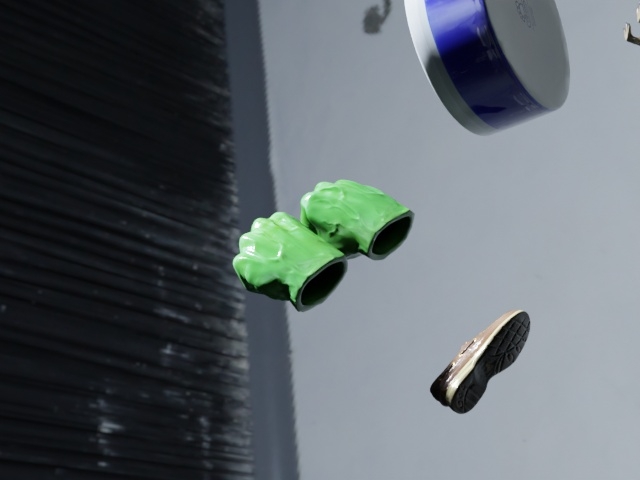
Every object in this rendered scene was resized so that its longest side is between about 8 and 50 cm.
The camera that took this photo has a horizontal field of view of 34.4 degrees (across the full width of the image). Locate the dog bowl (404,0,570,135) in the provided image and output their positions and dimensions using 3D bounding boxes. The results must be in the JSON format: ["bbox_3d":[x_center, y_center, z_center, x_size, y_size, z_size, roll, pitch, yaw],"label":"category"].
[{"bbox_3d":[0.221,-0.276,1.340,0.104,0.265,0.265,-18,63,33],"label":"dog bowl"}]

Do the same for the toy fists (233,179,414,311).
[{"bbox_3d":[0.000,0.000,1.476,0.142,0.279,0.096,34,139,28],"label":"toy fists"}]

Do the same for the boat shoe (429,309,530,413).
[{"bbox_3d":[0.215,0.154,1.396,0.178,0.064,0.060,-44,36,-22],"label":"boat shoe"}]

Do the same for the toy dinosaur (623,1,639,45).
[{"bbox_3d":[0.392,-0.242,1.154,0.053,0.093,0.183,167,105,-85],"label":"toy dinosaur"}]
